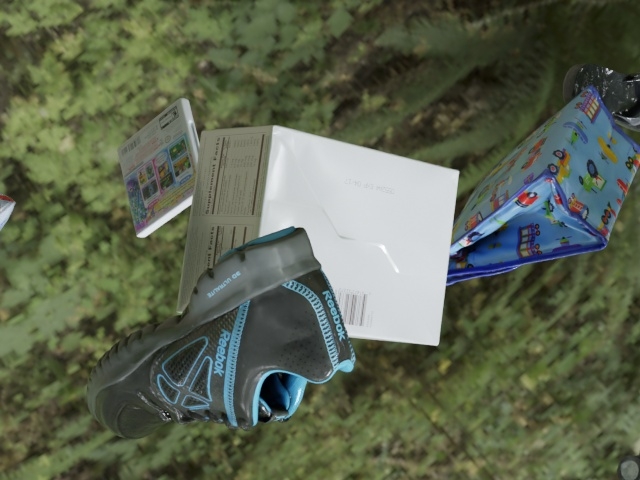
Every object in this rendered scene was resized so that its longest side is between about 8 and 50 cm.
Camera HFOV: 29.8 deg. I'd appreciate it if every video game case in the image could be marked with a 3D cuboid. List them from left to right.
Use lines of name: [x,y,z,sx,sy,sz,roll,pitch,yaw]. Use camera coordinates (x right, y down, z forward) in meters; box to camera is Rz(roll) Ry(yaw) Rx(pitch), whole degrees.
video game case: [-0.221,-0.100,1.680,0.019,0.143,0.157,5,152,-46]

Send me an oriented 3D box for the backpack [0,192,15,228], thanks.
backpack: [-0.544,-0.015,1.557,0.263,0.213,0.276,-35,-172,44]

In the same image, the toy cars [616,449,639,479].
toy cars: [0.267,0.358,1.268,0.394,0.087,0.176,-30,128,-12]

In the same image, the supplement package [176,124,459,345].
supplement package: [0.000,0.000,1.317,0.262,0.145,0.203,10,85,-37]

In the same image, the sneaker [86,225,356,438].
sneaker: [-0.101,0.125,1.093,0.125,0.139,0.341,-20,165,-43]

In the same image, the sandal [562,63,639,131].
sandal: [0.459,-0.205,1.745,0.255,0.054,0.097,-3,98,-35]

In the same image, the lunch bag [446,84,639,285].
lunch bag: [0.271,-0.054,1.673,0.293,0.138,0.221,-27,-160,43]
